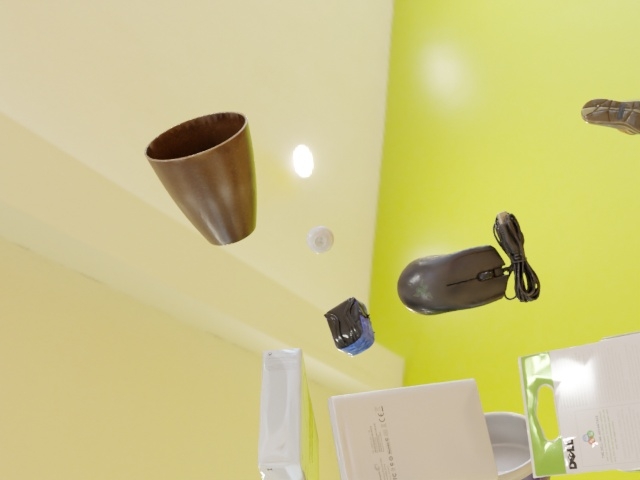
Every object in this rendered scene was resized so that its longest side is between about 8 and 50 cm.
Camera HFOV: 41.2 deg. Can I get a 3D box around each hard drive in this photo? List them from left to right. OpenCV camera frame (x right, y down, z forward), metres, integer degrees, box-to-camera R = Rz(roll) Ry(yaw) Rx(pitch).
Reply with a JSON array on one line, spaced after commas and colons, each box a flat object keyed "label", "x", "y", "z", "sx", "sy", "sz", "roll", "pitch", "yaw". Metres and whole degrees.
[{"label": "hard drive", "x": 0.179, "y": 0.386, "z": 1.650, "sx": 0.040, "sy": 0.307, "sz": 0.203, "roll": 127, "pitch": 136, "yaw": -62}]

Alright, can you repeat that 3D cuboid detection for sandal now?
[{"label": "sandal", "x": 0.594, "y": -0.231, "z": 1.640, "sx": 0.072, "sy": 0.180, "sz": 0.049, "roll": -65, "pitch": -32, "yaw": -16}]

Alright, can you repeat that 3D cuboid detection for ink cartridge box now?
[{"label": "ink cartridge box", "x": 0.430, "y": 0.238, "z": 1.225, "sx": 0.097, "sy": 0.255, "sz": 0.189, "roll": 19, "pitch": -119, "yaw": -49}]

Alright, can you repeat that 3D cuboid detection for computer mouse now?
[{"label": "computer mouse", "x": 0.281, "y": 0.067, "z": 1.659, "sx": 0.072, "sy": 0.272, "sz": 0.188, "roll": -44, "pitch": -64, "yaw": -84}]

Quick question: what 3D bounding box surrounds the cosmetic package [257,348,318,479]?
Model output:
[{"label": "cosmetic package", "x": -0.064, "y": 0.467, "z": 1.889, "sx": 0.377, "sy": 0.097, "sz": 0.284, "roll": 82, "pitch": -173, "yaw": -45}]

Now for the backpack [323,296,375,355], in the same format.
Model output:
[{"label": "backpack", "x": 0.082, "y": 0.212, "z": 2.027, "sx": 0.101, "sy": 0.098, "sz": 0.120, "roll": 34, "pitch": -151, "yaw": -39}]

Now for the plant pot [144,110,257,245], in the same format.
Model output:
[{"label": "plant pot", "x": -0.215, "y": -0.113, "z": 1.739, "sx": 0.215, "sy": 0.215, "sz": 0.230, "roll": -57, "pitch": -44, "yaw": -50}]

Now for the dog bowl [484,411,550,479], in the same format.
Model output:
[{"label": "dog bowl", "x": 0.411, "y": 0.526, "z": 2.035, "sx": 0.265, "sy": 0.265, "sz": 0.104, "roll": -45, "pitch": -56, "yaw": -56}]

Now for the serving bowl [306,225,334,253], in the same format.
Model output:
[{"label": "serving bowl", "x": 0.000, "y": 0.000, "z": 2.495, "sx": 0.027, "sy": 0.083, "sz": 0.083, "roll": -103, "pitch": 1, "yaw": -76}]
